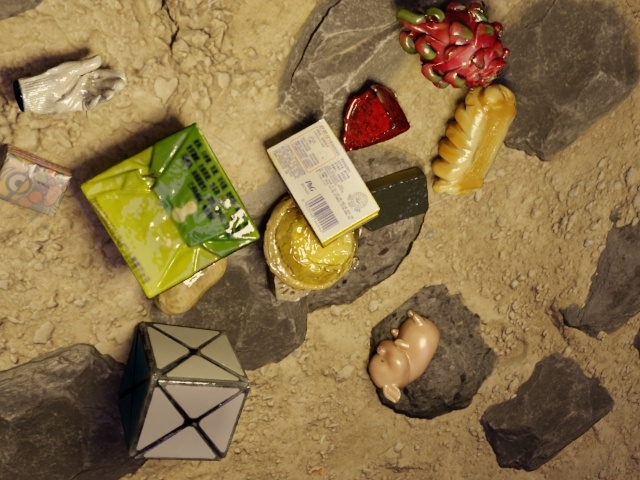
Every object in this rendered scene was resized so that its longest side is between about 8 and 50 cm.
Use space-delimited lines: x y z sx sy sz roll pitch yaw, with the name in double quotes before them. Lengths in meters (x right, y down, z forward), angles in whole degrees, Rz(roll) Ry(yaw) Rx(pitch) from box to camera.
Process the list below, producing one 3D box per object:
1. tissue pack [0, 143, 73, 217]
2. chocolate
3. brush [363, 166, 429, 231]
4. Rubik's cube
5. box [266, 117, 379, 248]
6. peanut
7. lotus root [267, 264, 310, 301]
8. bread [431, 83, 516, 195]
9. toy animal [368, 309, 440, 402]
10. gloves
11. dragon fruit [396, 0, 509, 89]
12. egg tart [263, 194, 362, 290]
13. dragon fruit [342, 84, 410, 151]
"tissue pack" -0.632 -0.127 1.633 0.148 0.060 0.109 23 106 -30
"chocolate" -0.334 -0.069 1.695 0.288 0.137 0.301 -30 100 -7
"brush" 0.193 -0.108 1.987 0.197 0.059 0.123 -19 123 -12
"Rubik's cube" -0.351 0.386 1.898 0.254 0.260 0.259 9 114 -26
"box" 0.006 -0.134 1.789 0.168 0.097 0.265 -32 83 -7
"peanut" -0.321 0.085 1.831 0.224 0.129 0.129 -46 123 -3
"lotus root" -0.081 0.093 1.964 0.112 0.081 0.122 -15 120 -17
"bread" 0.394 -0.264 1.944 0.172 0.121 0.311 -1 123 -40
"toy animal" 0.245 0.333 2.186 0.154 0.166 0.250 43 92 -5
"gloves" -0.519 -0.321 1.560 0.229 0.097 0.119 -9 123 -13
"dragon fruit" 0.316 -0.460 1.779 0.272 0.198 0.218 -12 152 -31
"egg tart" 0.000 0.000 1.885 0.290 0.107 0.291 -1 93 -27
"dragon fruit" 0.124 -0.297 1.860 0.161 0.121 0.127 -29 170 22
